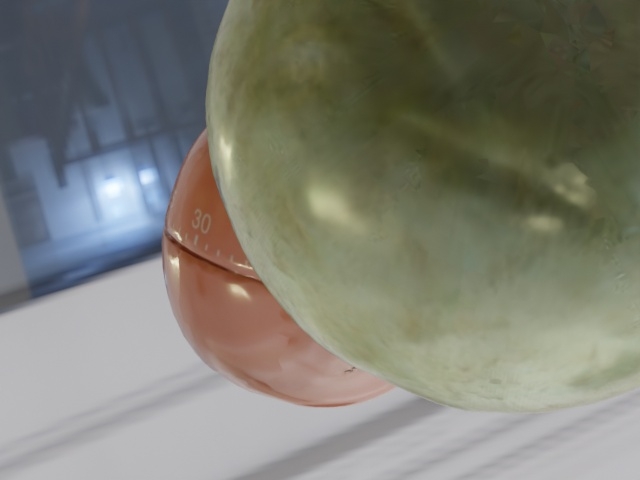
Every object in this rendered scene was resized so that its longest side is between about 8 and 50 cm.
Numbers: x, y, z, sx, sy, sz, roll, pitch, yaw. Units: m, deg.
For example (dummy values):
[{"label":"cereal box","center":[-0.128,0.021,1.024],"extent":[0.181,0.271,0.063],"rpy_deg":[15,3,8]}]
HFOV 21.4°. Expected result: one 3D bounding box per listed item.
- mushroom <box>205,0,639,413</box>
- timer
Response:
[{"label":"mushroom","center":[0.101,-0.073,0.979],"extent":[0.352,0.352,0.260],"rpy_deg":[-12,172,6]},{"label":"timer","center":[0.000,0.000,1.229],"extent":[0.230,0.214,0.229],"rpy_deg":[12,-161,-4]}]
